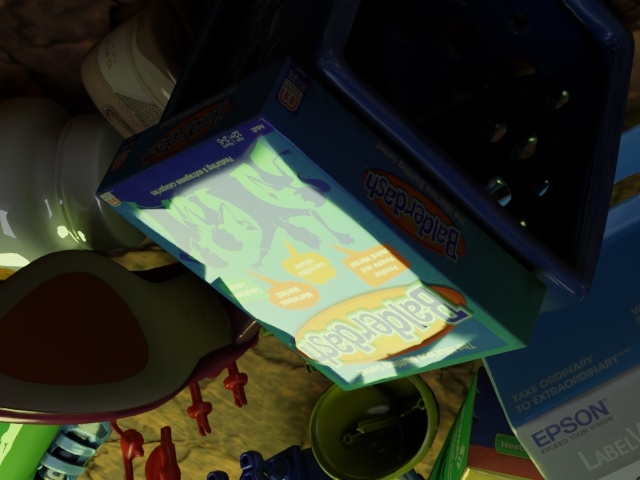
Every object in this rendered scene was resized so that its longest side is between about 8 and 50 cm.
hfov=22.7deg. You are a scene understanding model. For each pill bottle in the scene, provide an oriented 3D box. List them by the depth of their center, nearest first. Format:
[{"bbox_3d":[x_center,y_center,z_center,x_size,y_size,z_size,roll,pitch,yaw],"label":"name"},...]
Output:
[{"bbox_3d":[-0.255,-0.037,1.208,0.245,0.136,0.136,-4,135,19],"label":"pill bottle"}]

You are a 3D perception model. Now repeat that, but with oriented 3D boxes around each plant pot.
[{"bbox_3d":[0.036,-0.082,1.014,0.236,0.236,0.212,39,138,-26],"label":"plant pot"}]

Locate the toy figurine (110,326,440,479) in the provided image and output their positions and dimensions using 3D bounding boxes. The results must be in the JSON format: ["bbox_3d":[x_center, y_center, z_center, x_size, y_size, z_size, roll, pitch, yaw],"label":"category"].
[{"bbox_3d":[0.009,0.178,1.407,0.362,0.191,0.217,-35,149,32],"label":"toy figurine"}]

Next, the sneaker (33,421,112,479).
[{"bbox_3d":[-0.237,0.197,1.515,0.053,0.059,0.144,28,135,-12],"label":"sneaker"}]

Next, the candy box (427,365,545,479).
[{"bbox_3d":[0.216,0.274,1.402,0.268,0.122,0.317,13,133,-4],"label":"candy box"}]

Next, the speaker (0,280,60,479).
[{"bbox_3d":[-0.275,0.128,1.393,0.131,0.131,0.296,24,137,-10],"label":"speaker"}]

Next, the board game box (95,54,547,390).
[{"bbox_3d":[0.000,0.000,0.907,0.210,0.047,0.160,39,145,-24],"label":"board game box"}]

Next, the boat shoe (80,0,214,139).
[{"bbox_3d":[-0.029,-0.037,1.169,0.110,0.122,0.341,-25,115,41],"label":"boat shoe"}]

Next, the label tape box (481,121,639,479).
[{"bbox_3d":[0.265,0.097,1.140,0.249,0.115,0.348,-29,115,13],"label":"label tape box"}]

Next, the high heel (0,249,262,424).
[{"bbox_3d":[-0.163,0.087,1.178,0.181,0.377,0.127,-34,77,36],"label":"high heel"}]
